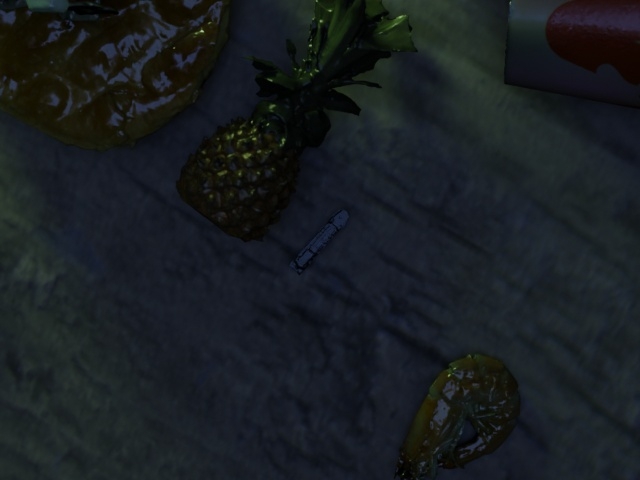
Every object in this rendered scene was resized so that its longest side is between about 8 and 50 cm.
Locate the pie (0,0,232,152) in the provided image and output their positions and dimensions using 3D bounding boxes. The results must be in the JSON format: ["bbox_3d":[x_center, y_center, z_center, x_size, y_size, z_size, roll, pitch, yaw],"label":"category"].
[{"bbox_3d":[-0.237,-0.261,1.232,0.339,0.083,0.340,1,95,8],"label":"pie"}]

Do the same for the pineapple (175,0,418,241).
[{"bbox_3d":[-0.020,-0.128,1.207,0.130,0.119,0.277,38,96,19],"label":"pineapple"}]

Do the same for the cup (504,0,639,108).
[{"bbox_3d":[0.323,-0.197,1.142,0.288,0.203,0.203,8,97,11],"label":"cup"}]

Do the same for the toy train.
[{"bbox_3d":[0.000,0.000,1.265,0.017,0.017,0.083,42,98,-2],"label":"toy train"}]

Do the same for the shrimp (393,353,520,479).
[{"bbox_3d":[0.138,0.200,1.268,0.099,0.041,0.180,32,97,-13],"label":"shrimp"}]

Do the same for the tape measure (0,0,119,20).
[{"bbox_3d":[-0.312,-0.330,1.132,0.246,0.125,0.243,2,94,10],"label":"tape measure"}]
